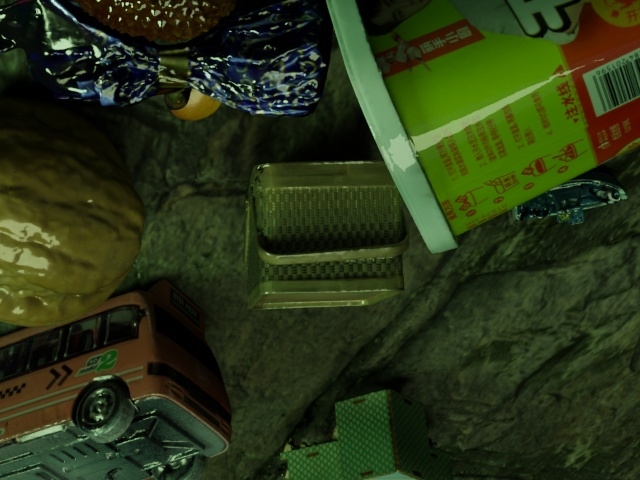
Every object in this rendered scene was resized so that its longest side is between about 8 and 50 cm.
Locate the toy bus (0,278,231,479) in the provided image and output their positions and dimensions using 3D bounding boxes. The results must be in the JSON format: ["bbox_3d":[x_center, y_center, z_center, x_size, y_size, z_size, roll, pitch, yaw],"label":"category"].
[{"bbox_3d":[-0.334,0.223,1.751,0.426,0.233,0.203,-19,141,20],"label":"toy bus"}]

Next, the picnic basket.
[{"bbox_3d":[0.000,0.000,1.492,0.165,0.139,0.267,-1,173,-6],"label":"picnic basket"}]

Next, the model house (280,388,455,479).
[{"bbox_3d":[0.081,0.312,1.954,0.270,0.178,0.206,4,148,-9],"label":"model house"}]

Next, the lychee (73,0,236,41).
[{"bbox_3d":[-0.147,-0.267,1.178,0.194,0.194,0.194,-4,143,-3],"label":"lychee"}]

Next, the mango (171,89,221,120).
[{"bbox_3d":[-0.126,-0.165,1.420,0.089,0.046,0.060,-37,133,17],"label":"mango"}]

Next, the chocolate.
[{"bbox_3d":[-0.162,-0.181,1.326,0.343,0.126,0.148,1,147,-7],"label":"chocolate"}]

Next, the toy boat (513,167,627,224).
[{"bbox_3d":[0.302,-0.050,1.612,0.137,0.061,0.060,-11,142,6],"label":"toy boat"}]

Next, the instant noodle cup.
[{"bbox_3d":[0.198,-0.174,1.295,0.307,0.294,0.294,-21,141,8],"label":"instant noodle cup"}]

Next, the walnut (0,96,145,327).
[{"bbox_3d":[-0.312,-0.029,1.438,0.257,0.257,0.224,21,167,-30],"label":"walnut"}]
